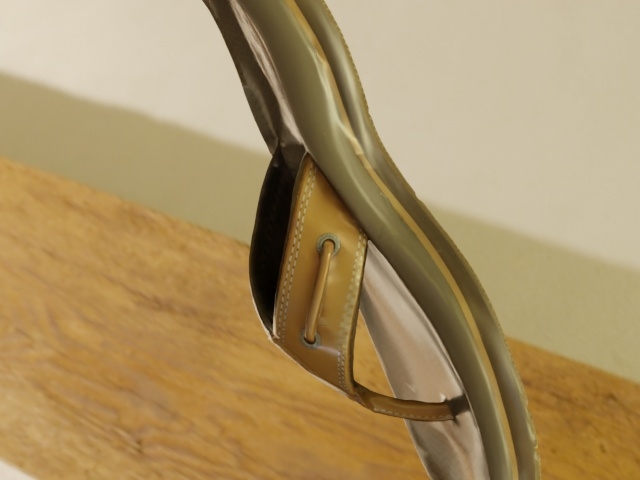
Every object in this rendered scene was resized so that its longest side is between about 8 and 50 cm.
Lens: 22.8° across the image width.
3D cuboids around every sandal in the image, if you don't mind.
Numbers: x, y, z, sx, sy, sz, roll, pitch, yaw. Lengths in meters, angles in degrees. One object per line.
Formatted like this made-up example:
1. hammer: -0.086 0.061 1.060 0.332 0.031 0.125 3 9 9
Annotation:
1. sandal: 0.000 0.000 0.413 0.049 0.180 0.072 -29 -171 -13
